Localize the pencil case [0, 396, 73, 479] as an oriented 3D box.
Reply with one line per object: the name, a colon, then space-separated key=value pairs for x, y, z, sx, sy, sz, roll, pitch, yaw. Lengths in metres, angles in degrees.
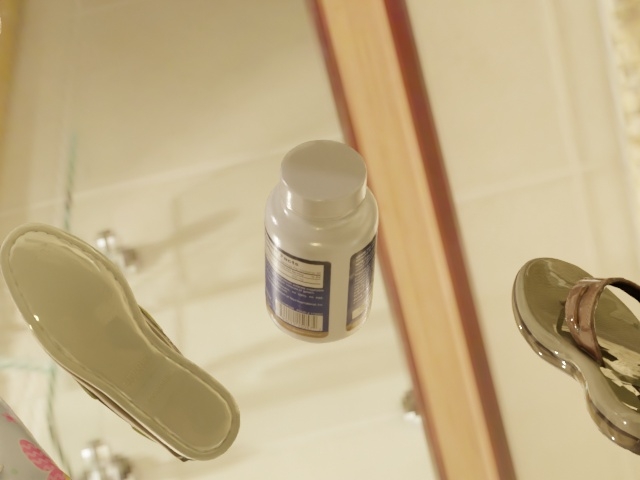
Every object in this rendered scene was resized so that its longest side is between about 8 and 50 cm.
pencil case: x=-0.332 y=0.185 z=1.398 sx=0.273 sy=0.113 sz=0.124 roll=44 pitch=-169 yaw=30

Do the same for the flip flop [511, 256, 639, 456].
flip flop: x=0.227 y=0.075 z=1.165 sx=0.277 sy=0.112 sz=0.080 roll=-111 pitch=33 yaw=-65

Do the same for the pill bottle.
pill bottle: x=0.000 y=0.000 z=0.906 sx=0.120 sy=0.067 sz=0.067 roll=92 pitch=171 yaw=-48

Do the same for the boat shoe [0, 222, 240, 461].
boat shoe: x=-0.211 y=0.106 z=1.544 sx=0.305 sy=0.109 sz=0.091 roll=46 pitch=160 yaw=-12
